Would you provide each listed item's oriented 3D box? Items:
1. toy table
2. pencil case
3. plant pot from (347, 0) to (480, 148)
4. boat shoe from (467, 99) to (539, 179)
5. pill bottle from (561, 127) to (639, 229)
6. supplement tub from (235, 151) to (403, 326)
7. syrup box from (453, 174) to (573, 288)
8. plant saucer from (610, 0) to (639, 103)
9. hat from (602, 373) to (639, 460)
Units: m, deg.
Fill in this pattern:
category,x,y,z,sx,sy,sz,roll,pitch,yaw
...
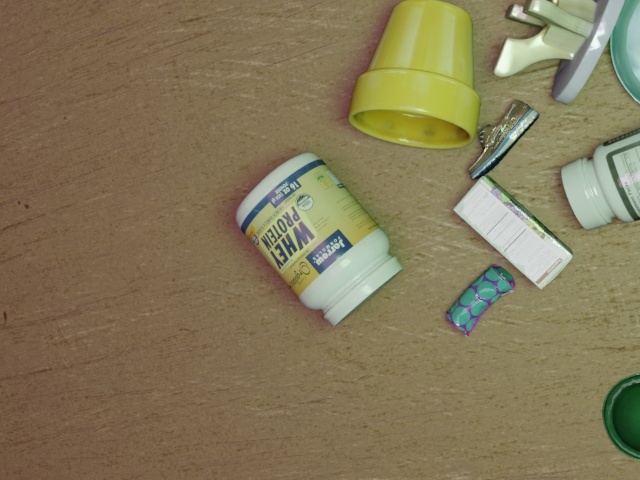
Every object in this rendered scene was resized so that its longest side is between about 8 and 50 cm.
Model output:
category,x,y,z,sx,sy,sz,roll,pitch,yaw
toy table,0.442,-0.410,1.488,0.161,0.252,0.274,20,92,-2
pencil case,0.333,0.122,1.659,0.152,0.064,0.070,-49,64,17
plant pot,0.197,-0.329,1.571,0.254,0.254,0.239,8,84,17
boat shoe,0.357,-0.205,1.620,0.066,0.066,0.183,44,97,14
pill bottle,0.608,-0.129,1.481,0.283,0.161,0.161,-23,89,29
supplement tub,0.000,0.000,1.669,0.228,0.228,0.316,-43,82,18
syrup box,0.389,-0.019,1.609,0.237,0.093,0.096,43,106,10
plant saucer,0.707,-0.379,1.491,0.317,0.043,0.318,2,97,17
hat,0.629,0.352,1.523,0.173,0.183,0.208,-9,93,19
